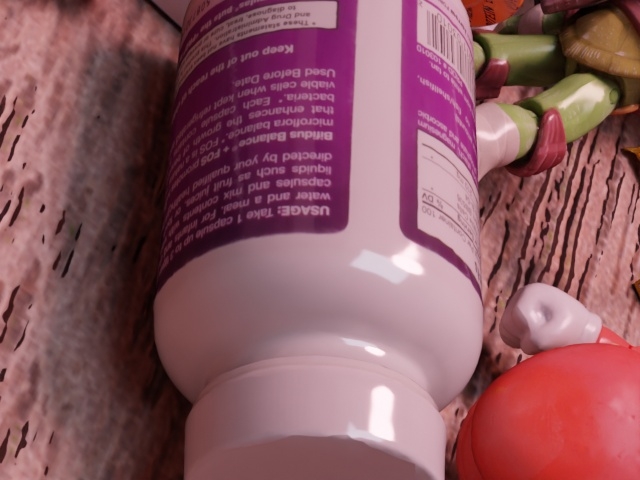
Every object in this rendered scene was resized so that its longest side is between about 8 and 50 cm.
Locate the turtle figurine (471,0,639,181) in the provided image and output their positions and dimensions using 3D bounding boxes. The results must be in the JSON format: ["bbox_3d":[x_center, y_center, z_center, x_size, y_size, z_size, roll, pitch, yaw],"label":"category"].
[{"bbox_3d":[0.164,-0.070,1.137,0.266,0.274,0.198,-10,80,-24],"label":"turtle figurine"}]

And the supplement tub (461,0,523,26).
[{"bbox_3d":[0.133,-0.296,1.050,0.193,0.193,0.316,42,67,-19],"label":"supplement tub"}]

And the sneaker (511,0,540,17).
[{"bbox_3d":[0.183,-0.176,1.303,0.109,0.044,0.040,-3,65,-49],"label":"sneaker"}]

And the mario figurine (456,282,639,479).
[{"bbox_3d":[0.181,0.149,1.060,0.320,0.170,0.198,25,12,-47],"label":"mario figurine"}]

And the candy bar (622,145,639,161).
[{"bbox_3d":[0.293,-0.025,1.288,0.040,0.018,0.161,-6,45,-47],"label":"candy bar"}]

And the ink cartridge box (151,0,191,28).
[{"bbox_3d":[-0.031,-0.187,1.072,0.104,0.060,0.180,41,42,-20],"label":"ink cartridge box"}]

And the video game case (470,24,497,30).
[{"bbox_3d":[0.062,-0.273,1.254,0.227,0.026,0.206,39,43,-22],"label":"video game case"}]

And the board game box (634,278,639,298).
[{"bbox_3d":[0.321,0.076,1.276,0.170,0.048,0.141,-9,71,-48],"label":"board game box"}]

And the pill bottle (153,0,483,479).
[{"bbox_3d":[0.000,0.000,0.898,0.169,0.169,0.301,28,48,-31],"label":"pill bottle"}]
